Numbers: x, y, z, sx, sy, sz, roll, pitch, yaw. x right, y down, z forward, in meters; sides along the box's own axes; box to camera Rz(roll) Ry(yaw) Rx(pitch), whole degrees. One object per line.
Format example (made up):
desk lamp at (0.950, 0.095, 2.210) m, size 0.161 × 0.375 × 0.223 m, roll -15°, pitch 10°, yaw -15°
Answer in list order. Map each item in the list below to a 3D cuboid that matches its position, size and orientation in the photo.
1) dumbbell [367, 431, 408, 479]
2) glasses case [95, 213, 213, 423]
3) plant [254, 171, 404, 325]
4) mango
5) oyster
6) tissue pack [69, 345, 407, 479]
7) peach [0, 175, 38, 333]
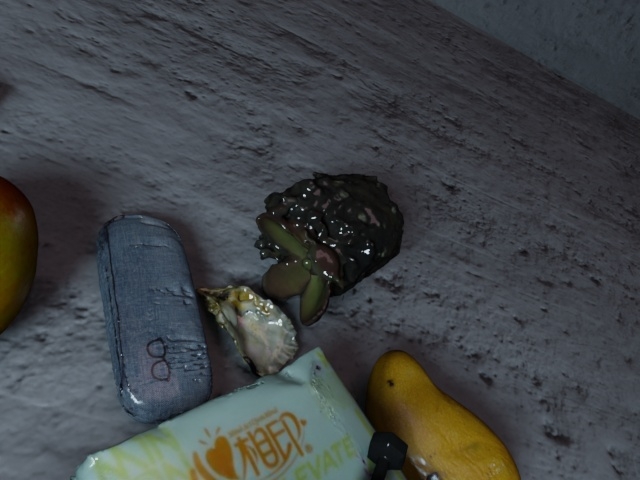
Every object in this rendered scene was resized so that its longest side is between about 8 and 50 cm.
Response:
dumbbell at (0.054, 0.216, 0.503) m, size 0.040 × 0.036 × 0.083 m, roll 40°, pitch 35°, yaw -1°
glasses case at (-0.205, 0.084, 0.667) m, size 0.109 × 0.067 × 0.283 m, roll 5°, pitch 51°, yaw -35°
plant at (0.000, 0.000, 0.812) m, size 0.233 × 0.178 × 0.204 m, roll -25°, pitch 79°, yaw -36°
mango at (0.148, 0.267, 0.712) m, size 0.157 × 0.109 × 0.262 m, roll -23°, pitch 61°, yaw -35°
oyster at (-0.093, 0.118, 0.728) m, size 0.146 × 0.045 × 0.122 m, roll 20°, pitch 39°, yaw -29°
tissue pack at (-0.016, 0.326, 0.496) m, size 0.287 × 0.162 × 0.388 m, roll -14°, pitch 61°, yaw -46°
peach at (-0.369, 0.010, 0.535) m, size 0.197 × 0.197 × 0.197 m, roll 19°, pitch 43°, yaw -19°
